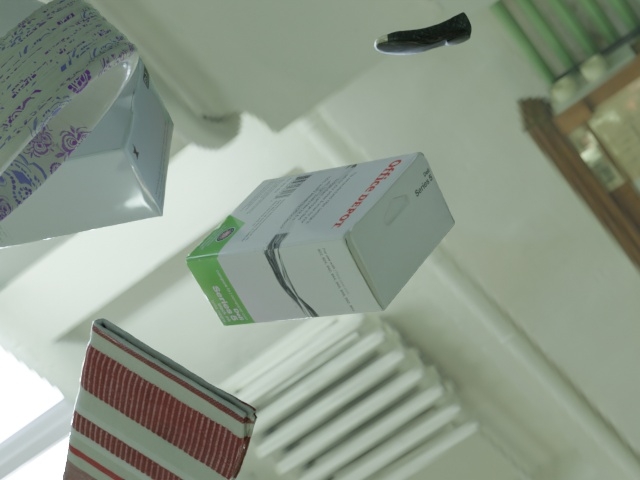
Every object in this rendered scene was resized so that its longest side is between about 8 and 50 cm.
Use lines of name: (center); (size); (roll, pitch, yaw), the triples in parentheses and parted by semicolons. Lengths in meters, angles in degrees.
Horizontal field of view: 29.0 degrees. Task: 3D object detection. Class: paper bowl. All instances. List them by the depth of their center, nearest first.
paper bowl: (-0.334, -0.142, 1.289); (0.148, 0.284, 0.284); (43, -162, -4)

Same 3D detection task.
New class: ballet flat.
ballet flat: (0.177, -0.356, 2.147); (0.057, 0.173, 0.049); (100, 158, -72)

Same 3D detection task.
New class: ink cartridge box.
ink cartridge box: (0.000, 0.000, 1.553); (0.198, 0.273, 0.114); (-47, -61, -41)

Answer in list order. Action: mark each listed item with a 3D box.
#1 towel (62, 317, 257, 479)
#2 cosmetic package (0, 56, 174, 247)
towel: (-0.213, 0.265, 1.582); (0.237, 0.329, 0.037); (29, -139, 12)
cosmetic package: (-0.428, -0.121, 1.859); (0.156, 0.385, 0.217); (70, -163, -45)
